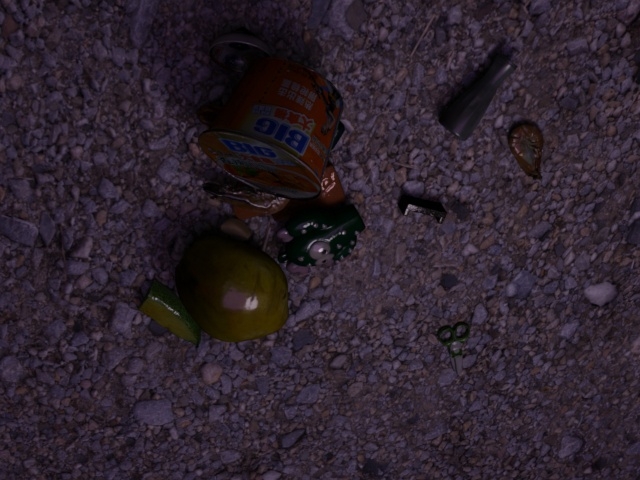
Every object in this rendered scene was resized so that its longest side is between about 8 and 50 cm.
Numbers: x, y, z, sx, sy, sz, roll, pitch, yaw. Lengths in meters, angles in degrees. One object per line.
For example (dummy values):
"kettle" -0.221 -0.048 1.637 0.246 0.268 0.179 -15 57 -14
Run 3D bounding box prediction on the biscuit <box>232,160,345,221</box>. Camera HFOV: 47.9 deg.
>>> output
"biscuit" -0.073 -0.146 1.790 0.307 0.043 0.283 15 119 -21

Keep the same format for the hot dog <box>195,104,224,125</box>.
"hot dog" -0.218 -0.282 1.673 0.144 0.038 0.062 12 123 -17

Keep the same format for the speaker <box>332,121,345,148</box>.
"speaker" 0.005 -0.266 1.727 0.094 0.060 0.075 37 115 8

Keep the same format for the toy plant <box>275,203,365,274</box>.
"toy plant" -0.003 -0.002 1.857 0.244 0.112 0.232 -14 141 -18

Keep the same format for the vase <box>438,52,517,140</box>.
"vase" 0.382 -0.348 1.731 0.086 0.086 0.214 29 109 -27

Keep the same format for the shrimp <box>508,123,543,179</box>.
"shrimp" 0.544 -0.223 1.867 0.092 0.043 0.184 -27 124 3

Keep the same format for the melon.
"melon" -0.405 0.219 1.969 0.114 0.053 0.261 -26 125 16

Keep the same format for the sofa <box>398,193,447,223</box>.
"sofa" 0.269 -0.082 1.895 0.118 0.060 0.039 11 117 -18

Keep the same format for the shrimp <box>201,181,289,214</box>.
"shrimp" -0.170 -0.136 1.726 0.220 0.046 0.152 9 124 -17

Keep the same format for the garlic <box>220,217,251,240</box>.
"garlic" -0.215 -0.031 1.833 0.083 0.053 0.041 27 117 -17

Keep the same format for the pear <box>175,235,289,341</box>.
"pear" -0.219 0.122 1.818 0.269 0.269 0.321 -42 109 17

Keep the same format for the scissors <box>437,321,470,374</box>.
"scissors" 0.418 0.341 2.234 0.101 0.027 0.204 -13 124 -2

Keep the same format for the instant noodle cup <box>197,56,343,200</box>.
"instant noodle cup" -0.090 -0.246 1.557 0.296 0.296 0.213 31 73 -28

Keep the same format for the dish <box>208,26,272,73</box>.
"dish" -0.168 -0.429 1.562 0.141 0.077 0.141 6 167 1
